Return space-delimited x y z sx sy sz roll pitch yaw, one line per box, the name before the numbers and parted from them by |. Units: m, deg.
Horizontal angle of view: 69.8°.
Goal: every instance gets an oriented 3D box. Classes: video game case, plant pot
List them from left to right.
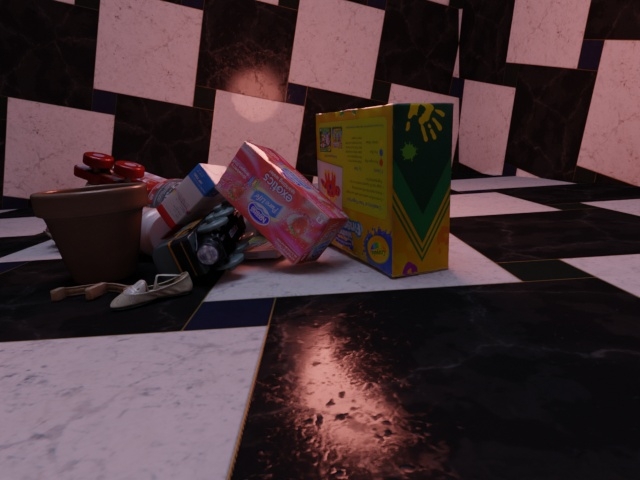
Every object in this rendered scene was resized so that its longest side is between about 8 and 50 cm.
plant pot | -0.556 -0.019 1.145 0.263 0.229 0.263 -3 12 1
video game case | -0.168 0.017 1.324 0.206 0.026 0.227 -3 12 22

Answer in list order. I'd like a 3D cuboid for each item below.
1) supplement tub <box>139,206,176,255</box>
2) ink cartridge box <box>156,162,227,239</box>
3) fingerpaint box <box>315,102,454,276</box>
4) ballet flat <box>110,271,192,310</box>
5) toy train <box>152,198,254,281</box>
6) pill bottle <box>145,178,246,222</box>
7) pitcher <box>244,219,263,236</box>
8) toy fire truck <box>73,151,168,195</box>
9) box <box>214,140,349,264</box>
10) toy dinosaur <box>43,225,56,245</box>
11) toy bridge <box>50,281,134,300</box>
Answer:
supplement tub | -0.508 -0.027 1.372 0.199 0.144 0.144 7 16 39
ink cartridge box | -0.349 -0.105 1.259 0.231 0.078 0.134 -40 -8 18
fingerpaint box | 0.143 -0.148 1.176 0.163 0.371 0.445 -7 13 -20
ballet flat | -0.351 0.099 0.951 0.168 0.052 0.057 -12 15 -35
toy train | -0.286 -0.002 1.157 0.190 0.142 0.334 -19 17 6
pill bottle | -0.415 -0.099 1.527 0.210 0.210 0.363 -14 15 -41
pitcher | -0.164 -0.107 1.444 0.125 0.178 0.207 -4 -9 -38
toy fire truck | -0.713 -0.219 1.671 0.302 0.169 0.254 18 16 11
box | -0.098 -0.094 1.154 0.300 0.154 0.142 44 18 16
toy dinosaur | -0.889 -0.034 1.600 0.295 0.127 0.200 -3 17 33
toy bridge | -0.490 0.110 1.005 0.188 0.026 0.063 -2 10 7
